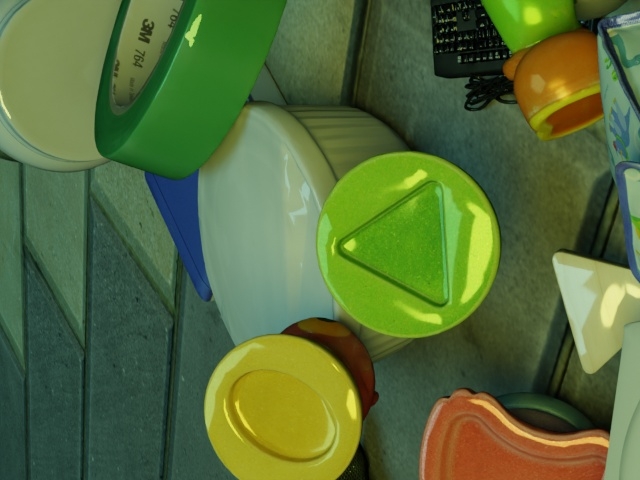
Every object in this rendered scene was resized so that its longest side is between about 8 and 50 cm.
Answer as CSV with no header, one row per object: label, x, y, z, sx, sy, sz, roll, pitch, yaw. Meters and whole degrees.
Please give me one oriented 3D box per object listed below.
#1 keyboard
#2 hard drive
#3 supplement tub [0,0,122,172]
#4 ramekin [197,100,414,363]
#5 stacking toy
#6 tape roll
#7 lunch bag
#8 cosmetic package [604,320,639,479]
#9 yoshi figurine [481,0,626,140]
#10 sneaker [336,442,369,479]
keyboard,0.132,-0.145,0.902,0.192,0.038,0.100,7,108,62
hard drive,-0.127,-0.103,1.401,0.210,0.040,0.318,62,149,27
supplement tub,-0.339,-0.206,1.527,0.325,0.236,0.235,15,115,63
ramekin,0.000,0.000,1.114,0.273,0.127,0.272,34,130,54
stacking toy,0.102,0.089,0.908,0.309,0.130,0.279,26,103,13
tape roll,-0.120,-0.219,1.150,0.321,0.077,0.321,-48,33,45
lunch bag,0.196,-0.027,0.609,0.129,0.096,0.151,62,-168,-55
cosmetic package,0.276,0.161,0.567,0.377,0.098,0.284,-23,53,62
yoshi figurine,0.138,-0.257,0.701,0.203,0.204,0.362,-30,72,45
sneaker,0.041,0.286,1.208,0.130,0.087,0.227,16,119,57
